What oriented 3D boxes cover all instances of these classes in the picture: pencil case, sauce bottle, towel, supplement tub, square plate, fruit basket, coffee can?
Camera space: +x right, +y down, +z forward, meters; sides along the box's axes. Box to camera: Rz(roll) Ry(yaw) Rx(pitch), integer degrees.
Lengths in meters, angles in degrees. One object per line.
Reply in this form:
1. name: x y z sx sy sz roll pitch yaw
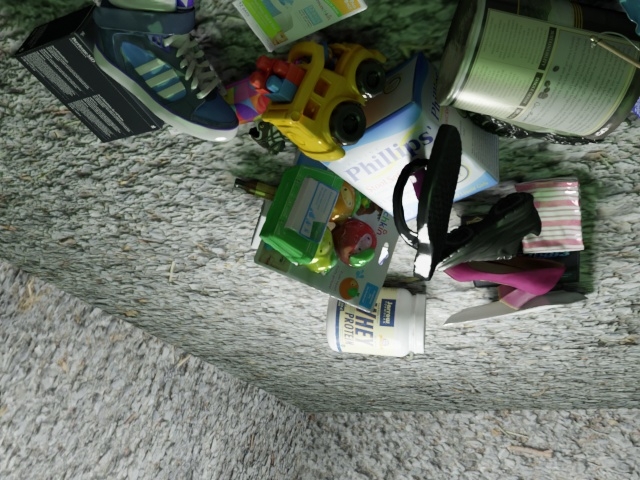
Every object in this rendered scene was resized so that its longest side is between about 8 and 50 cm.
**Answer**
1. pencil case: -0.123 -0.308 1.079 0.236 0.105 0.104 -9 143 27
2. sauce bottle: -0.174 -0.142 1.411 0.128 0.042 0.042 19 148 -8
3. towel: 0.559 -0.056 1.251 0.144 0.029 0.197 -5 114 25
4. supplement tub: 0.199 0.277 1.780 0.324 0.236 0.235 2 147 14
5. square plate: 0.610 0.209 1.611 0.343 0.049 0.347 -21 164 41
6. fruit basket: 0.048 -0.029 1.264 0.352 0.327 0.165 25 169 -17
7. coffee can: 0.355 -0.295 0.849 0.275 0.202 0.202 12 148 -2

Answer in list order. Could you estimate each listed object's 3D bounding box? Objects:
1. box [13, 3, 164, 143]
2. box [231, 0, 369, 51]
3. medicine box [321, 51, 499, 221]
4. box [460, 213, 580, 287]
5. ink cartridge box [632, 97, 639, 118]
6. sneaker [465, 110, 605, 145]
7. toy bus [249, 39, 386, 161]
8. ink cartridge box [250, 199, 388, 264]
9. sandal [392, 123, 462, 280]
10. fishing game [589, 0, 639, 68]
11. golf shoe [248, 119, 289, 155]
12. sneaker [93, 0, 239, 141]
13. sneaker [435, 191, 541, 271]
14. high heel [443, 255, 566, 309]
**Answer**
1. box: -0.480 -0.349 1.117 0.184 0.103 0.261 -4 145 26
2. box: -0.028 -0.423 0.856 0.203 0.103 0.114 -11 143 31
3. medicine box: 0.191 -0.202 1.101 0.289 0.149 0.263 32 143 -31
4. box: 0.559 0.029 1.431 0.295 0.074 0.293 -5 146 22
5. ink cartridge box: 0.680 -0.292 0.889 0.332 0.065 0.165 -8 144 29
6. sneaker: 0.417 -0.253 1.000 0.271 0.108 0.100 7 -176 0
7. toy bus: -0.014 -0.285 0.931 0.211 0.220 0.149 28 175 -35
8. ink cartridge box: 0.000 0.000 1.434 0.370 0.069 0.176 16 147 -9
9. sandal: 0.203 -0.055 1.048 0.106 0.168 0.446 20 151 19
10. fishing game: 0.506 -0.369 0.719 0.189 0.041 0.264 19 105 -9
11. golf shoe: -0.098 -0.266 1.157 0.093 0.077 0.198 25 145 -21
12. sneaker: -0.257 -0.357 0.953 0.322 0.130 0.236 34 127 -9
13. sneaker: 0.406 0.007 1.242 0.286 0.109 0.130 -32 110 14
14. high heel: 0.449 0.039 1.347 0.377 0.127 0.181 26 126 -19
